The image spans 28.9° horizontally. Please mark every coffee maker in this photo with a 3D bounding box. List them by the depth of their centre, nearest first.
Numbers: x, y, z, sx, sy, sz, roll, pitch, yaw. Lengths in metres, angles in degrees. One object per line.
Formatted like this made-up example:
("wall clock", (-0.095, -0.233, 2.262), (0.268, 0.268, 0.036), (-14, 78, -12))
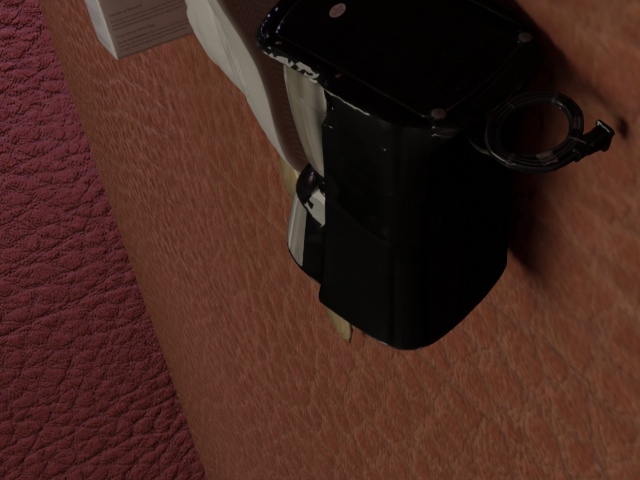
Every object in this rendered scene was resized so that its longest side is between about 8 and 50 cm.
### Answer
("coffee maker", (0.049, -0.029, 0.633), (0.178, 0.120, 0.171), (85, 159, -50))

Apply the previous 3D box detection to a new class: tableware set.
("tableware set", (0.000, 0.000, 1.087), (0.141, 0.020, 0.169), (89, 158, -50))

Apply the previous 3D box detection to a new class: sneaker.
("sneaker", (-0.053, -0.196, 0.810), (0.169, 0.108, 0.293), (52, 160, 44))

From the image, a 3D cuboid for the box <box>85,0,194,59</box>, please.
("box", (-0.183, -0.248, 1.256), (0.101, 0.102, 0.087), (-134, 24, -60))
